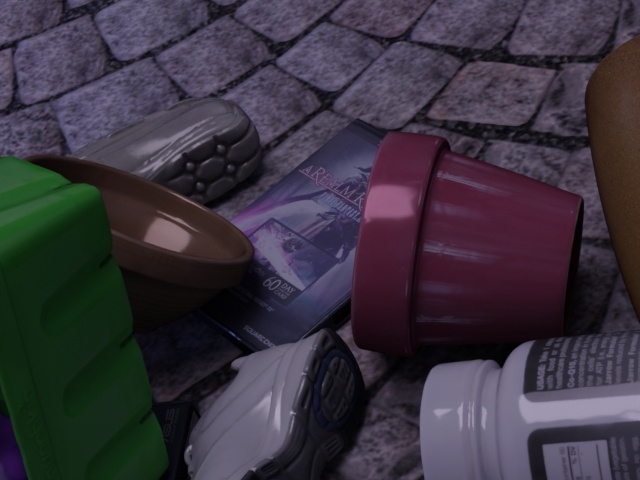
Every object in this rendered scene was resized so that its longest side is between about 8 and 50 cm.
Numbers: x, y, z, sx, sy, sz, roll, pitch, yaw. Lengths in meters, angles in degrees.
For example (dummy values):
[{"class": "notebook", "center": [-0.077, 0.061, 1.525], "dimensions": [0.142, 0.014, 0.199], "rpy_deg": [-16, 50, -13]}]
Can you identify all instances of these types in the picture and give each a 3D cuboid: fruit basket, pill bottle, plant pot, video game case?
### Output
[{"class": "fruit basket", "center": [-0.343, 0.136, 1.607], "dimensions": [0.283, 0.392, 0.392], "rpy_deg": [20, 57, 40]}, {"class": "pill bottle", "center": [0.233, 0.152, 1.568], "dimensions": [0.283, 0.161, 0.161], "rpy_deg": [-6, 44, 19]}, {"class": "plant pot", "center": [-0.190, 0.015, 1.879], "dimensions": [0.237, 0.237, 0.109], "rpy_deg": [37, 110, 45]}, {"class": "video game case", "center": [0.000, 0.000, 1.944], "dimensions": [0.274, 0.026, 0.196], "rpy_deg": [-40, 44, -17]}, {"class": "plant pot", "center": [0.134, 0.012, 1.755], "dimensions": [0.180, 0.201, 0.201], "rpy_deg": [8, 48, 12]}, {"class": "plant pot", "center": [0.341, -0.017, 1.673], "dimensions": [0.237, 0.237, 0.254], "rpy_deg": [-7, 55, 18]}]

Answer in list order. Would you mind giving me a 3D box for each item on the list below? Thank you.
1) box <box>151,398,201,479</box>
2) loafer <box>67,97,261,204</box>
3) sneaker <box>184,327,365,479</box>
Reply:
[{"class": "box", "center": [-0.206, 0.252, 1.744], "dimensions": [0.183, 0.059, 0.232], "rpy_deg": [-8, 43, 19]}, {"class": "loafer", "center": [-0.215, -0.053, 2.045], "dimensions": [0.319, 0.112, 0.111], "rpy_deg": [-25, 35, -13]}, {"class": "sneaker", "center": [-0.062, 0.204, 1.715], "dimensions": [0.129, 0.111, 0.297], "rpy_deg": [-10, 35, 34]}]
